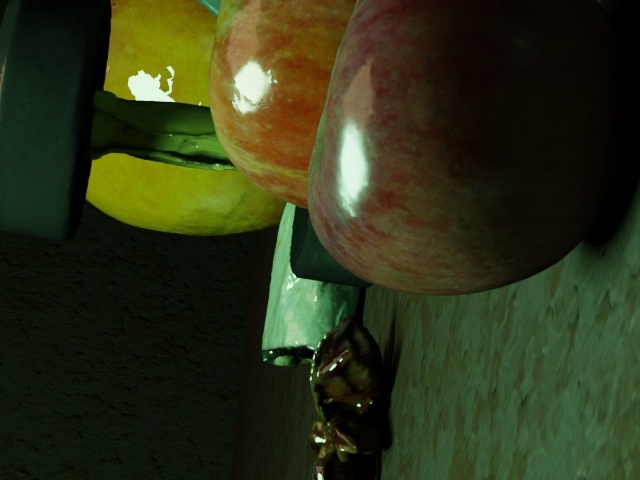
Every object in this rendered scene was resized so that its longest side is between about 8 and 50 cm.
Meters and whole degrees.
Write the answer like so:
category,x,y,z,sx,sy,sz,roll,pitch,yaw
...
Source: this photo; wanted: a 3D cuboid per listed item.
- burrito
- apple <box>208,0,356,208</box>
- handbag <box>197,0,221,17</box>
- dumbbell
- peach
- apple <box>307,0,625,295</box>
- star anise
category,x,y,z,sx,sy,sz,roll,pitch,yaw
burrito,0.000,0.000,1.560,0.144,0.089,0.228,166,112,-70
apple,0.025,-0.122,1.024,0.209,0.164,0.209,9,-90,-85
handbag,-0.018,-0.248,1.189,0.089,0.238,0.326,-44,-21,-27
dumbbell,-0.095,-0.084,1.382,0.204,0.322,0.203,-171,90,-85
peach,-0.147,-0.152,1.906,0.372,0.373,0.289,178,103,-85
apple,0.061,-0.051,0.718,0.153,0.120,0.153,-167,90,-89
star anise,0.019,0.132,1.285,0.168,0.057,0.167,1,-90,-88
